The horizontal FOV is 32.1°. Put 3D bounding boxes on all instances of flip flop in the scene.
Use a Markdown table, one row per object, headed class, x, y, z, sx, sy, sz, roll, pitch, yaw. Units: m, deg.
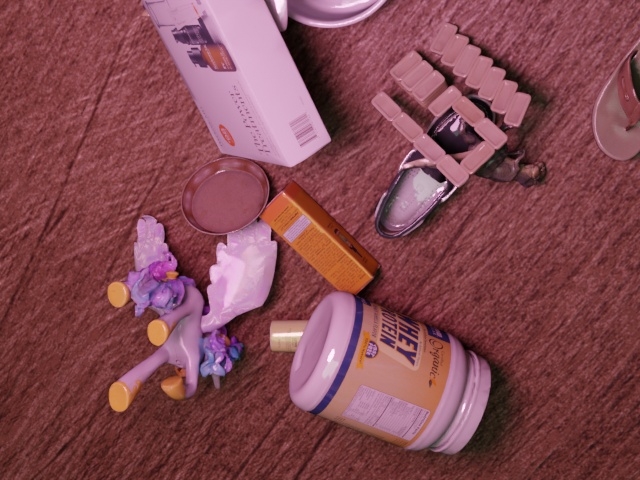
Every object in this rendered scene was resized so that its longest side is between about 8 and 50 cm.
| class | x | y | z | sx | sy | sz | roll | pitch | yaw |
| --- | --- | --- | --- | --- | --- | --- | --- | --- | --- |
| flip flop | 0.536 | -0.258 | 1.828 | 0.112 | 0.080 | 0.277 | 29 | 114 | 3 |

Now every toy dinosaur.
| class | x | y | z | sx | sy | sz | roll | pitch | yaw |
| --- | --- | --- | --- | --- | --- | --- | --- | --- | --- |
| toy dinosaur | 0.276 | -0.154 | 1.886 | 0.268 | 0.064 | 0.118 | 6 | 111 | -15 |

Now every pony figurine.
| class | x | y | z | sx | sy | sz | roll | pitch | yaw |
| --- | --- | --- | --- | --- | --- | --- | --- | --- | --- |
| pony figurine | -0.254 | 0.130 | 2.062 | 0.303 | 0.363 | 0.351 | 1 | 94 | 21 |

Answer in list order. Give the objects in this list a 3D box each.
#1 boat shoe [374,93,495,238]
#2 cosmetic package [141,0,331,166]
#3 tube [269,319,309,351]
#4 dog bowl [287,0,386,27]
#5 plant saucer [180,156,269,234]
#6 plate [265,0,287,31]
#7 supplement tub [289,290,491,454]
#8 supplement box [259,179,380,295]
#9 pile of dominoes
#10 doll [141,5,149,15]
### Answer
| class | x | y | z | sx | sy | sz | roll | pitch | yaw |
| --- | --- | --- | --- | --- | --- | --- | --- | --- | --- |
| boat shoe | 0.201 | -0.122 | 1.956 | 0.114 | 0.091 | 0.302 | 33 | 114 | 1 |
| cosmetic package | -0.159 | -0.314 | 1.853 | 0.097 | 0.284 | 0.377 | -34 | 112 | -18 |
| tube | 0.024 | 0.184 | 2.133 | 0.240 | 0.062 | 0.070 | 1 | 153 | 6 |
| dog bowl | 0.020 | -0.495 | 1.858 | 0.265 | 0.104 | 0.265 | 5 | 111 | 12 |
| plant saucer | -0.173 | -0.077 | 2.051 | 0.168 | 0.168 | 0.029 | 0 | 150 | 14 |
| plate | -0.145 | -0.496 | 1.837 | 0.278 | 0.045 | 0.277 | 26 | 123 | 52 |
| supplement tub | 0.125 | 0.245 | 2.013 | 0.316 | 0.228 | 0.228 | 22 | 114 | -13 |
| supplement box | 0.000 | 0.000 | 2.060 | 0.233 | 0.078 | 0.080 | 42 | 114 | -3 |
| pile of dominoes | 0.225 | -0.228 | 1.870 | 0.196 | 0.040 | 0.251 | -43 | 63 | 2 |
| doll | -0.279 | -0.492 | 1.965 | 0.129 | 0.046 | 0.189 | 7 | 105 | 22 |
